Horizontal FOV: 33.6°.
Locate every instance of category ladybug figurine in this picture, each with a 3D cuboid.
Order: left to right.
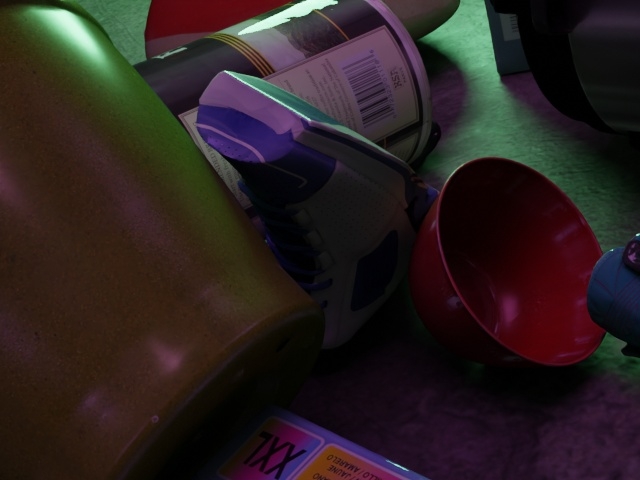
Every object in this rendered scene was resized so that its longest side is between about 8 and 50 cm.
[{"bbox_3d":[-0.045,-0.319,1.386,0.449,0.162,0.305,-6,22,21],"label":"ladybug figurine"}]

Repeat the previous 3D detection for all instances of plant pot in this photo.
[{"bbox_3d":[-0.197,0.032,0.756,0.353,0.366,0.366,39,58,16],"label":"plant pot"}]

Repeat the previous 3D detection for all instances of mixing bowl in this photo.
[{"bbox_3d":[0.140,0.033,0.874,0.098,0.181,0.181,-38,12,48],"label":"mixing bowl"}]

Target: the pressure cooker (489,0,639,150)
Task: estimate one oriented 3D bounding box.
[{"bbox_3d":[0.376,-0.267,0.968,0.420,0.370,0.376,13,73,40],"label":"pressure cooker"}]

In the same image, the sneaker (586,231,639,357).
[{"bbox_3d":[0.269,0.076,0.763,0.178,0.124,0.295,16,39,32],"label":"sneaker"}]

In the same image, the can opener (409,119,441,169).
[{"bbox_3d":[0.048,-0.110,1.187,0.186,0.073,0.059,-4,44,34],"label":"can opener"}]

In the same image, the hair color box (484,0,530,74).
[{"bbox_3d":[0.265,-0.389,1.364,0.113,0.185,0.374,-8,35,15],"label":"hair color box"}]

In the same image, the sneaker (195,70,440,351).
[{"bbox_3d":[0.001,0.000,0.885,0.127,0.315,0.182,34,94,34],"label":"sneaker"}]

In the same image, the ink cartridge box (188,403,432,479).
[{"bbox_3d":[-0.050,0.304,0.573,0.270,0.151,0.395,17,49,40],"label":"ink cartridge box"}]

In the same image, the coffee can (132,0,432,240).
[{"bbox_3d":[-0.059,-0.107,1.012,0.275,0.202,0.201,-29,35,-30],"label":"coffee can"}]
